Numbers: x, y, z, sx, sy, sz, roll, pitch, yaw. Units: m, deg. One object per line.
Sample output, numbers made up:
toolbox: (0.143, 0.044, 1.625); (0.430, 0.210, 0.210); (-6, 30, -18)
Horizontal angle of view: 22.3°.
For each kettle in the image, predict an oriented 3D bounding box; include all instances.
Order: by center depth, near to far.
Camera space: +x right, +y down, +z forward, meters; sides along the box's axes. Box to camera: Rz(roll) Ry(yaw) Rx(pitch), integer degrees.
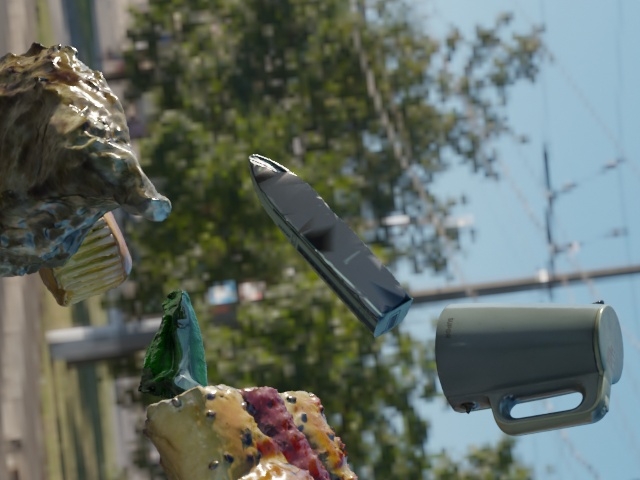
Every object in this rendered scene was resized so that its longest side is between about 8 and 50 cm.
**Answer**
kettle: (0.297, 0.179, 2.306); (0.160, 0.243, 0.211); (57, 38, -40)

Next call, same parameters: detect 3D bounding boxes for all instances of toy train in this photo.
toy train: (0.000, -0.001, 1.778); (0.252, 0.055, 0.048); (48, -27, 24)

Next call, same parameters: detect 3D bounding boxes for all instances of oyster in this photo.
oyster: (-0.276, -0.077, 1.425); (0.396, 0.111, 0.204); (-14, -101, 39)

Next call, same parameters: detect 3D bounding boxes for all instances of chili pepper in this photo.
chili pepper: (-0.224, 0.168, 2.508); (0.062, 0.108, 0.216); (118, -26, -46)

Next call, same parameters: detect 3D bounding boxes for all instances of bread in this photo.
bread: (-0.368, 0.002, 2.446); (0.179, 0.133, 0.250); (68, -13, -5)

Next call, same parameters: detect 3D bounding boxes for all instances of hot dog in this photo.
hot dog: (-0.043, 0.375, 2.194); (0.365, 0.196, 0.367); (64, 18, 18)
